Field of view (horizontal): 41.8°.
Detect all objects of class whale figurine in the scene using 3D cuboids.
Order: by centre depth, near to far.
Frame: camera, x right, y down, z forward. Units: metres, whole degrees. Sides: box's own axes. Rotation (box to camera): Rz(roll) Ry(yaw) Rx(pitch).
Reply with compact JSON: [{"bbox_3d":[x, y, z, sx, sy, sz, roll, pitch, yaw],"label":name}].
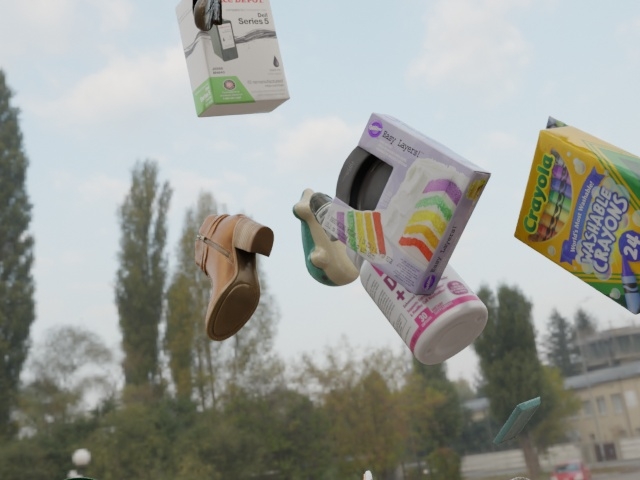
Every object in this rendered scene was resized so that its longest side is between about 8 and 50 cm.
[{"bbox_3d":[0.000,0.000,2.198,0.141,0.216,0.272,-20,-63,35],"label":"whale figurine"}]

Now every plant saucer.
[{"bbox_3d":[0.477,0.442,2.033,0.067,0.018,0.192,-14,-34,-22],"label":"plant saucer"}]

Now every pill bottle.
[{"bbox_3d":[0.176,0.083,1.609,0.160,0.283,0.160,-24,-35,-19],"label":"pill bottle"}]

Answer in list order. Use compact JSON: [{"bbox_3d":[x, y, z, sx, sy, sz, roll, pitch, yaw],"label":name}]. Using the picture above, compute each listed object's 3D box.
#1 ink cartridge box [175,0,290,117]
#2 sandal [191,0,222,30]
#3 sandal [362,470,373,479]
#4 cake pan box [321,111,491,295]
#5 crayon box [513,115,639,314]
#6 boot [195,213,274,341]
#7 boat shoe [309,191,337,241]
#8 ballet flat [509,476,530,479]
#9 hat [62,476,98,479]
[{"bbox_3d":[-0.205,-0.436,1.946,0.198,0.273,0.114,-10,-5,-30],"label":"ink cartridge box"},{"bbox_3d":[-0.241,-0.479,1.734,0.060,0.090,0.219,3,27,4],"label":"sandal"},{"bbox_3d":[0.077,0.604,1.806,0.076,0.102,0.265,-2,30,6],"label":"sandal"},{"bbox_3d":[0.144,-0.071,1.505,0.070,0.267,0.246,7,-65,-50],"label":"cake pan box"},{"bbox_3d":[0.435,-0.051,1.356,0.083,0.203,0.323,-11,32,-30],"label":"crayon box"},{"bbox_3d":[-0.157,0.052,1.311,0.152,0.197,0.073,14,-14,48],"label":"boot"},{"bbox_3d":[0.027,-0.060,1.953,0.077,0.070,0.219,-36,-20,1],"label":"boat shoe"},{"bbox_3d":[0.255,0.427,1.168,0.084,0.058,0.250,-39,10,44],"label":"ballet flat"},{"bbox_3d":[-0.380,0.465,1.269,0.208,0.173,0.183,-46,3,1],"label":"hat"}]
